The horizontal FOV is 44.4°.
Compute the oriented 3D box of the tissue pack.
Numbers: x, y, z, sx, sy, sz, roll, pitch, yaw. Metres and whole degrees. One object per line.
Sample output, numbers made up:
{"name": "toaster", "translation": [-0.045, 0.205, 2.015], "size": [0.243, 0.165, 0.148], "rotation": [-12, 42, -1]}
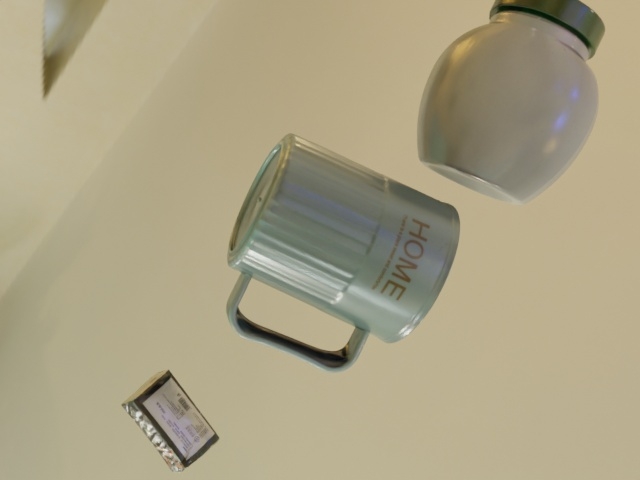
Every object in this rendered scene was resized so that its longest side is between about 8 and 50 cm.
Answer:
{"name": "tissue pack", "translation": [-0.281, 0.341, 1.476], "size": [0.103, 0.170, 0.090], "rotation": [-40, -173, -40]}

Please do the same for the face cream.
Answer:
{"name": "face cream", "translation": [0.351, -0.265, 1.443], "size": [0.313, 0.219, 0.356], "rotation": [26, -89, 22]}

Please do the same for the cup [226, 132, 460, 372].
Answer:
{"name": "cup", "translation": [0.013, 0.018, 1.318], "size": [0.331, 0.311, 0.256], "rotation": [-57, -164, 29]}
